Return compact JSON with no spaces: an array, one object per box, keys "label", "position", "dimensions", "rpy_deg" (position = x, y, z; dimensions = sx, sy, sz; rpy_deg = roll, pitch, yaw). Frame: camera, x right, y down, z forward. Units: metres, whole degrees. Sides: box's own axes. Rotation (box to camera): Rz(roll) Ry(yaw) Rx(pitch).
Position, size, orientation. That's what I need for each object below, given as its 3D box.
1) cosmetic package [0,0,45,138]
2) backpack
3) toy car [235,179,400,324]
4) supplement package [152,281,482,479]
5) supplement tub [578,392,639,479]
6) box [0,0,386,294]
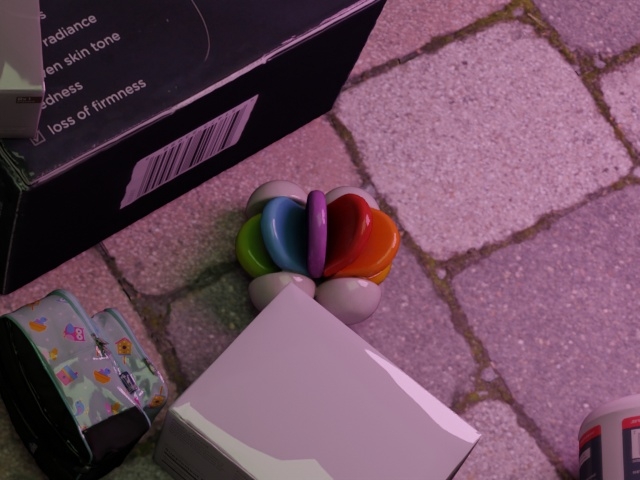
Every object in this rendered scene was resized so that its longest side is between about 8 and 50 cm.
[{"label":"cosmetic package","position":[-0.332,-0.219,1.735],"dimensions":[0.127,0.107,0.238],"rpy_deg":[1,67,-14]},{"label":"backpack","position":[-0.254,0.143,1.869],"dimensions":[0.144,0.166,0.188],"rpy_deg":[-34,80,-28]},{"label":"toy car","position":[0.000,0.000,2.024],"dimensions":[0.182,0.136,0.159],"rpy_deg":[5,64,-13]},{"label":"supplement package","position":[-0.005,0.215,1.903],"dimensions":[0.262,0.145,0.204],"rpy_deg":[39,61,9]},{"label":"supplement tub","position":[0.372,0.313,1.939],"dimensions":[0.191,0.191,0.272],"rpy_deg":[8,63,-11]},{"label":"box","position":[-0.269,-0.282,1.999],"dimensions":[0.480,0.297,0.471],"rpy_deg":[-31,77,-25]}]
